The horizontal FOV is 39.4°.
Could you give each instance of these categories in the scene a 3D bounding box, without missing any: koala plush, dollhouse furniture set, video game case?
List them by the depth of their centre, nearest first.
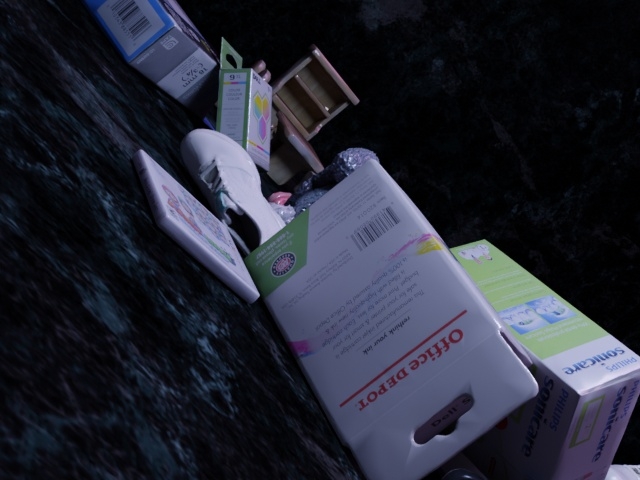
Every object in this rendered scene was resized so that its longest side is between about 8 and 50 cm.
[{"bbox_3d":[-0.137,-0.016,0.975,0.157,0.019,0.143,45,8,-39],"label":"video game case"},{"bbox_3d":[0.000,0.000,1.304,0.196,0.203,0.221,62,26,-8],"label":"koala plush"},{"bbox_3d":[-0.032,-0.267,2.026,0.362,0.256,0.394,48,7,-22],"label":"dollhouse furniture set"}]

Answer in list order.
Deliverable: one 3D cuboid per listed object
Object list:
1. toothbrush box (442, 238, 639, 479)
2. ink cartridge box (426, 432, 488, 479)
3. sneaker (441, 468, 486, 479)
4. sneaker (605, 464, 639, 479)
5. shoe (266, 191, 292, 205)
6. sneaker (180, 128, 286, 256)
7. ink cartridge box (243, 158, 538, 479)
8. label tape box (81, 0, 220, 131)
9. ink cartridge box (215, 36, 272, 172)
[{"bbox_3d":[0.228,0.162,1.092,0.283,0.122,0.206,43,-44,42],"label":"toothbrush box"},{"bbox_3d":[0.332,0.389,1.338,0.270,0.151,0.395,54,9,28],"label":"ink cartridge box"},{"bbox_3d":[0.189,0.342,1.049,0.235,0.084,0.097,51,-13,-28],"label":"sneaker"},{"bbox_3d":[0.444,0.352,1.265,0.235,0.095,0.090,39,14,-52],"label":"sneaker"},{"bbox_3d":[-0.035,-0.033,1.551,0.081,0.063,0.178,59,14,20],"label":"shoe"},{"bbox_3d":[-0.116,-0.057,1.142,0.212,0.080,0.094,53,18,8],"label":"sneaker"},{"bbox_3d":[0.083,0.103,0.991,0.119,0.207,0.353,42,13,-51],"label":"ink cartridge box"},{"bbox_3d":[-0.271,-0.352,1.542,0.241,0.106,0.333,54,7,20],"label":"label tape box"},{"bbox_3d":[-0.128,-0.227,1.511,0.109,0.062,0.209,27,64,-73],"label":"ink cartridge box"}]
